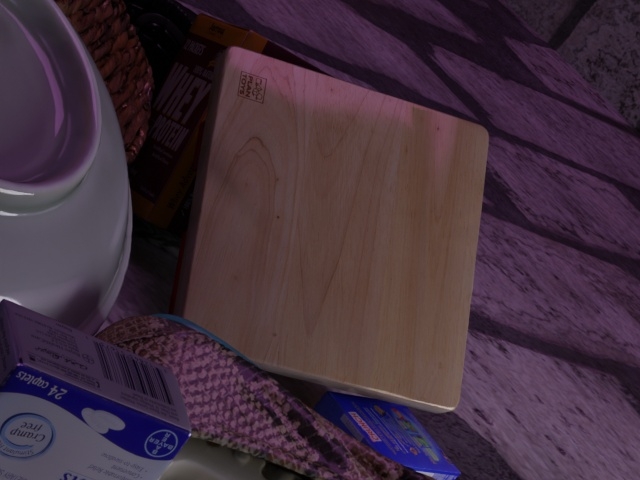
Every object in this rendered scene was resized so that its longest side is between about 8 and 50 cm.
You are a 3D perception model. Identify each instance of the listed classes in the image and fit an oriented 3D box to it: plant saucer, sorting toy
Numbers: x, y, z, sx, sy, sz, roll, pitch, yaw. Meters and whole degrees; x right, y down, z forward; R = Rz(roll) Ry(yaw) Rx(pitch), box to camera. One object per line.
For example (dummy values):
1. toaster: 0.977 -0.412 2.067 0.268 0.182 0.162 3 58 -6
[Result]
1. plant saucer: -0.257 -0.101 1.283 0.400 0.100 0.400 34 40 -34
2. sorting toy: 0.000 0.000 1.616 0.255 0.257 0.089 16 -20 -23

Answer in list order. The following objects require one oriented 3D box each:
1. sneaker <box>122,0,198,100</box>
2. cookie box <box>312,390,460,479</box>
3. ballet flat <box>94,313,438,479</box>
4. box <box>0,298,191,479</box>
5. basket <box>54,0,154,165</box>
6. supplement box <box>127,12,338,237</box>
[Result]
1. sneaker: -0.129 -0.173 1.855 0.286 0.109 0.130 33 15 -26
2. cookie box: 0.051 0.173 1.600 0.107 0.040 0.092 16 26 -49
3. ballet flat: 0.031 0.224 1.302 0.483 0.164 0.182 29 40 -6
4. box: -0.169 0.124 1.145 0.126 0.137 0.072 26 22 -30
5. basket: -0.290 -0.127 1.638 0.299 0.223 0.213 -68 137 -72
6. supplement box: -0.055 -0.074 1.736 0.194 0.191 0.129 28 1 -27
